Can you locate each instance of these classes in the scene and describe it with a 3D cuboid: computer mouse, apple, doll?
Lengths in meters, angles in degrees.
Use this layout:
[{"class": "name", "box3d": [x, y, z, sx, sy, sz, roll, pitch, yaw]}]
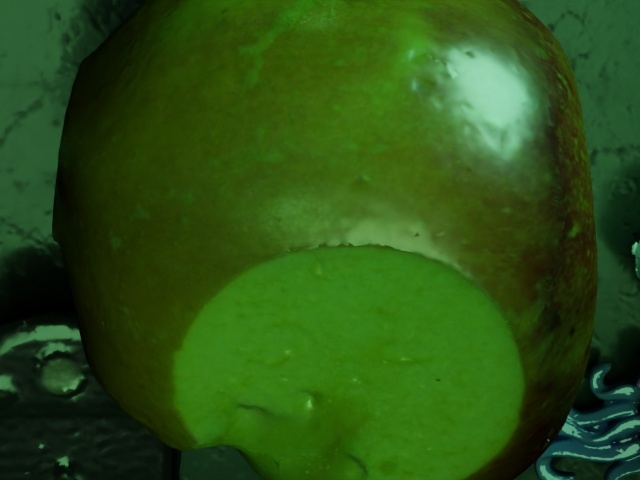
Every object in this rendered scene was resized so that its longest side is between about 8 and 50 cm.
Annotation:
[{"class": "computer mouse", "box3d": [-0.186, 0.163, 1.437, 0.170, 0.100, 0.269, 2, 109, -4]}, {"class": "apple", "box3d": [0.000, 0.000, 1.281, 0.374, 0.374, 0.384, 1, 94, -7]}, {"class": "doll", "box3d": [0.231, 0.142, 1.498, 0.206, 0.067, 0.110, -11, 98, 8]}]

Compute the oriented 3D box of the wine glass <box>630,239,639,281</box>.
[{"class": "wine glass", "box3d": [0.348, 0.060, 1.456, 0.241, 0.126, 0.126, 40, 98, -14]}]
